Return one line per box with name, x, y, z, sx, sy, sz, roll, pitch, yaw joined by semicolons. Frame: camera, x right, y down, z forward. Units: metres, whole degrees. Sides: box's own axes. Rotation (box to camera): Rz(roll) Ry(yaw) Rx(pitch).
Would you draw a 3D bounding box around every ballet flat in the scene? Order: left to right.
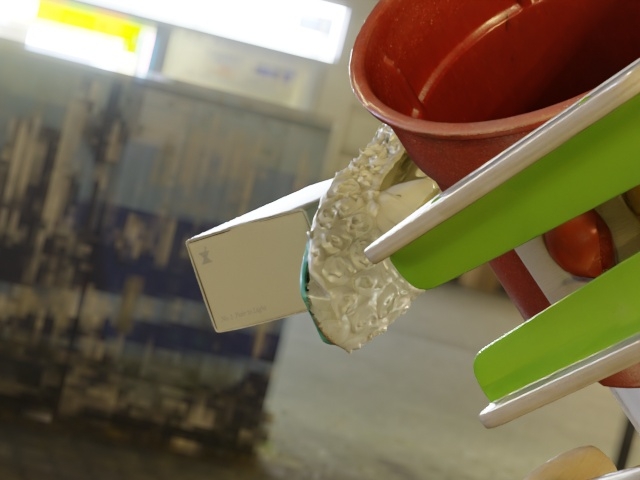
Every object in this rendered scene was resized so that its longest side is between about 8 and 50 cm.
ballet flat;0.092;-0.045;1.989;0.147;0.147;0.409;15;35;9

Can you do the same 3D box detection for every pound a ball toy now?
pound a ball toy;0.170;0.027;1.012;0.135;0.208;0.319;-34;-2;-32

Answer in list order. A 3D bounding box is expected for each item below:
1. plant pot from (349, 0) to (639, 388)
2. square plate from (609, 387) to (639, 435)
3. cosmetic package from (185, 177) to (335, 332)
plant pot;0.197;-0.060;1.298;0.272;0.272;0.265;19;-34;50
square plate;0.327;-0.034;1.478;0.049;0.347;0.344;52;5;-43
cosmetic package;0.000;0.000;2.182;0.160;0.113;0.309;-15;7;30
